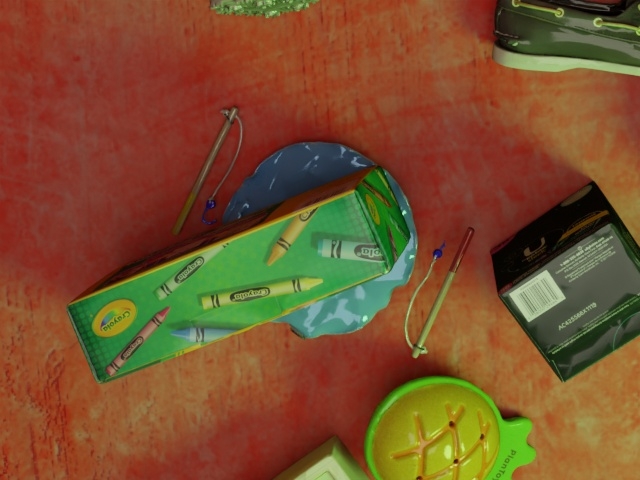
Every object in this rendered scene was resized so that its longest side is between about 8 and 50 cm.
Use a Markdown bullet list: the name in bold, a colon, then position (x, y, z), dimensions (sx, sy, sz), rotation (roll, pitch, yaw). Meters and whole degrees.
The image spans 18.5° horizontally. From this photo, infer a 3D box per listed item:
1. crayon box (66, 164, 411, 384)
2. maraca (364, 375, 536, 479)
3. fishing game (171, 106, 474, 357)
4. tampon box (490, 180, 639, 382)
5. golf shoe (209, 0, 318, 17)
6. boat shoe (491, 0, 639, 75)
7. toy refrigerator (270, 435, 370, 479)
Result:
- **crayon box**: position (-0.068, 0.027, 1.740), dimensions (0.278, 0.165, 0.081), rotation (-22, 96, 12)
- **maraca**: position (0.122, 0.193, 1.851), dimensions (0.186, 0.099, 0.127), rotation (24, 103, -30)
- **fishing game**: position (0.000, 0.000, 1.829), dimensions (0.264, 0.041, 0.189), rotation (23, 105, 4)
- **tampon box**: position (0.231, 0.034, 1.765), dimensions (0.120, 0.161, 0.101), rotation (-34, 101, 9)
- **golf shoe**: position (-0.019, -0.252, 1.757), dimensions (0.176, 0.069, 0.086), rotation (-15, 84, 3)
- **boat shoe**: position (0.267, -0.186, 1.744), dimensions (0.228, 0.081, 0.068), rotation (3, 110, 4)
- **toy refrigerator**: position (-0.067, 0.309, 1.873), dimensions (0.269, 0.094, 0.102), rotation (-35, 93, 8)
